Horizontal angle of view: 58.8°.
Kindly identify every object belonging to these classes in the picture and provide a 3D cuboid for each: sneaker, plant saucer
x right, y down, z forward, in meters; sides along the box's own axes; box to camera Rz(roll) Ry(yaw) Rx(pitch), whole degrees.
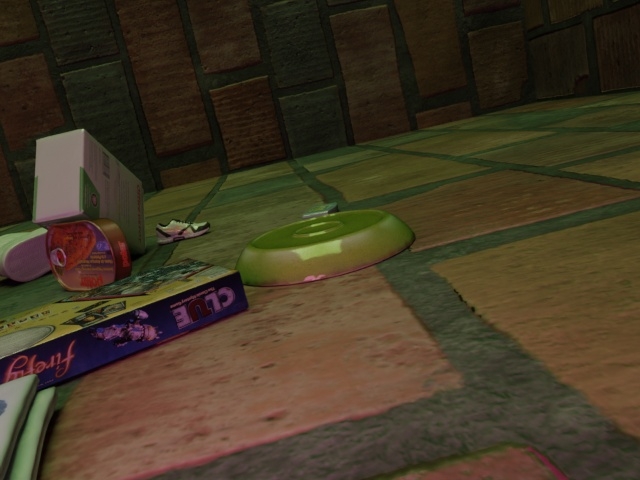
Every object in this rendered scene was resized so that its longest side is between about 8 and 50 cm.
[{"bbox_3d":[-0.545,-0.005,1.172,0.169,0.108,0.292,0,19,38],"label":"sneaker"},{"bbox_3d":[-0.274,-0.024,1.126,0.109,0.044,0.040,-14,10,-12],"label":"sneaker"},{"bbox_3d":[0.000,0.000,0.736,0.241,0.037,0.241,-13,12,3],"label":"plant saucer"}]

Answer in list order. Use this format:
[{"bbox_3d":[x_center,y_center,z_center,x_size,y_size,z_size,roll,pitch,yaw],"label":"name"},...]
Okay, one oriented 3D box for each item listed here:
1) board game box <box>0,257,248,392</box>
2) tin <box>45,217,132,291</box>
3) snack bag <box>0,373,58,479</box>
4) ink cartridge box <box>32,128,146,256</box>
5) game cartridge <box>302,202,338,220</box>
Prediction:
[{"bbox_3d":[-0.218,0.080,0.581,0.243,0.042,0.165,-20,14,-28],"label":"board game box"},{"bbox_3d":[-0.345,0.022,0.842,0.189,0.106,0.040,-2,8,39],"label":"tin"},{"bbox_3d":[-0.291,0.176,0.235,0.323,0.037,0.342,-18,12,-18],"label":"snack bag"},{"bbox_3d":[-0.393,-0.069,0.989,0.093,0.154,0.212,-12,-20,8],"label":"ink cartridge box"},{"bbox_3d":[0.003,-0.052,1.027,0.056,0.017,0.083,-6,13,14],"label":"game cartridge"}]
